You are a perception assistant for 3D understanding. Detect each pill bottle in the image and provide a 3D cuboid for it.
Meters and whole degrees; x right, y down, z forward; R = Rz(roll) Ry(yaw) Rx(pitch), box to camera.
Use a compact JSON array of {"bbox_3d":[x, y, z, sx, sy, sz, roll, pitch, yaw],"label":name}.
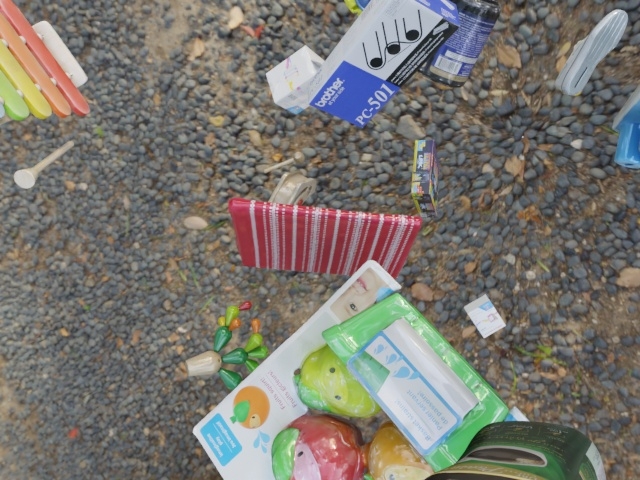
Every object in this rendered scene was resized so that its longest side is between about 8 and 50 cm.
[{"bbox_3d":[0.285,-0.436,1.039,0.123,0.123,0.219,32,125,13],"label":"pill bottle"}]

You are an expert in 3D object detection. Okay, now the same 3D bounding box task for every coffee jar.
[{"bbox_3d":[0.120,0.169,0.317,0.096,0.184,0.079,-8,80,31],"label":"coffee jar"}]

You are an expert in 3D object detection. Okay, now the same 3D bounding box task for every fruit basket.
[{"bbox_3d":[0.044,0.251,0.642,0.353,0.165,0.327,-41,69,-2],"label":"fruit basket"}]

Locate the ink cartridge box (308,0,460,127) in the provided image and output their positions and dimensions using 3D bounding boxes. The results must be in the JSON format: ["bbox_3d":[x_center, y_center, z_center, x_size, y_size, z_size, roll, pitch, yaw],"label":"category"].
[{"bbox_3d":[0.075,-0.242,0.679,0.207,0.097,0.046,-39,42,48],"label":"ink cartridge box"}]

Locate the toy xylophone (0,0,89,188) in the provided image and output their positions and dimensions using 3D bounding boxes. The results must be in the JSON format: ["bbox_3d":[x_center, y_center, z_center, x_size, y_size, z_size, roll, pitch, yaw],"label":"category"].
[{"bbox_3d":[-0.458,-0.224,0.773,0.081,0.322,0.236,-25,122,13],"label":"toy xylophone"}]

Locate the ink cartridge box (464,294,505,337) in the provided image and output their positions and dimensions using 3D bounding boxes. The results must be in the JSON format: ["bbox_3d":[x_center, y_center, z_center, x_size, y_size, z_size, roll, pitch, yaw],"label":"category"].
[{"bbox_3d":[0.569,0.263,1.771,0.088,0.052,0.122,-34,110,10],"label":"ink cartridge box"}]

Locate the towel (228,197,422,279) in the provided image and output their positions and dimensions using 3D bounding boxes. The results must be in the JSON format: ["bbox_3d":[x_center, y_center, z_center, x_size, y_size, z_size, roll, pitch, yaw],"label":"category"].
[{"bbox_3d":[0.000,0.000,0.790,0.275,0.199,0.031,5,63,0],"label":"towel"}]

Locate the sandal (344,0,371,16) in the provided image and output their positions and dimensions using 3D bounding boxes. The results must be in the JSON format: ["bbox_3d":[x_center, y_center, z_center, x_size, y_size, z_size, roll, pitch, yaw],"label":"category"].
[{"bbox_3d":[0.208,-0.570,1.323,0.317,0.138,0.126,21,101,-28],"label":"sandal"}]

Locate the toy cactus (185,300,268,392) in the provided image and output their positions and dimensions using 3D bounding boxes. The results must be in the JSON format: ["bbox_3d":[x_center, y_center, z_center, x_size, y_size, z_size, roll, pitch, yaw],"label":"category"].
[{"bbox_3d":[-0.205,0.252,1.120,0.112,0.180,0.219,-1,96,64],"label":"toy cactus"}]

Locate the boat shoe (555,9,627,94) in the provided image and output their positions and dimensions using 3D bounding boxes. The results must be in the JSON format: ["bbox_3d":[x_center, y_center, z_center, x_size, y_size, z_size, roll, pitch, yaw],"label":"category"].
[{"bbox_3d":[0.692,-0.494,1.332,0.083,0.076,0.226,22,111,-30],"label":"boat shoe"}]

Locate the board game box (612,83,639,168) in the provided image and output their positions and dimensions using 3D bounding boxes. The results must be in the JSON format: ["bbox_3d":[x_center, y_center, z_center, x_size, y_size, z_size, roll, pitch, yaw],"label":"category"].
[{"bbox_3d":[0.423,-0.086,0.281,0.390,0.390,0.050,14,84,16],"label":"board game box"}]

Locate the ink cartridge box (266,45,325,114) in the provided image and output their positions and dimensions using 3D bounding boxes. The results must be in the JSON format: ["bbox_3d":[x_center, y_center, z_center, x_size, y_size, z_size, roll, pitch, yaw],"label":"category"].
[{"bbox_3d":[-0.042,-0.390,1.240,0.143,0.092,0.090,-27,70,26],"label":"ink cartridge box"}]

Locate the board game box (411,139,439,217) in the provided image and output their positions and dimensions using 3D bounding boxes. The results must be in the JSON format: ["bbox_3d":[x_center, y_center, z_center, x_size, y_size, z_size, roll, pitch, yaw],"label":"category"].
[{"bbox_3d":[0.265,-0.150,1.275,0.048,0.170,0.141,3,75,19],"label":"board game box"}]

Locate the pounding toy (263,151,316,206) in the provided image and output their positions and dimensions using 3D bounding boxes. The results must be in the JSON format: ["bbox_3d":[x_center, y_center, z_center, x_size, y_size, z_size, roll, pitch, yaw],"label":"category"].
[{"bbox_3d":[-0.122,-0.190,1.834,0.155,0.154,0.269,33,98,16],"label":"pounding toy"}]
